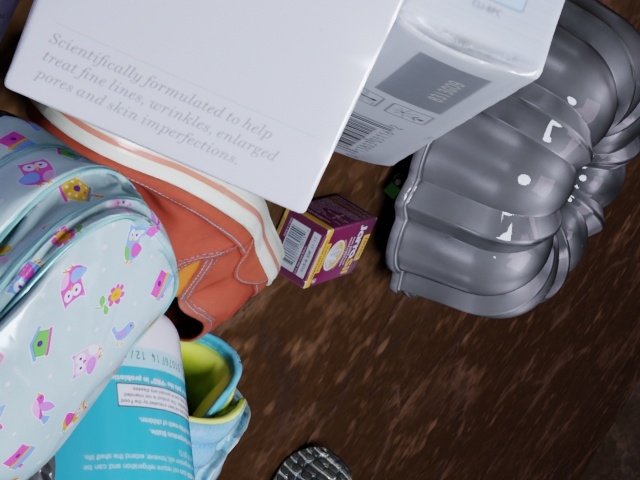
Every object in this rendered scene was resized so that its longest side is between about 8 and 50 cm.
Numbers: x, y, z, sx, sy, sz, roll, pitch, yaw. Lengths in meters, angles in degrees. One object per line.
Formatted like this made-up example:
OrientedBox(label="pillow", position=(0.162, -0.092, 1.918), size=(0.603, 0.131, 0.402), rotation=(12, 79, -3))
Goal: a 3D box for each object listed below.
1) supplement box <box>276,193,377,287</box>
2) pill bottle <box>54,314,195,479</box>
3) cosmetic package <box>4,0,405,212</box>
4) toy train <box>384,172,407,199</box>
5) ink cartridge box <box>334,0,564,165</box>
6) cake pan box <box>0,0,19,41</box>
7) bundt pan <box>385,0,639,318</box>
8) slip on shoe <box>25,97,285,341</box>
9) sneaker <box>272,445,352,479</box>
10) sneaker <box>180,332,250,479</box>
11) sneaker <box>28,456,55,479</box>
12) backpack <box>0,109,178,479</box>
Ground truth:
OrientedBox(label="supplement box", position=(0.000, 0.000, 1.320), size=(0.083, 0.043, 0.055), rotation=(-17, 134, -60))
OrientedBox(label="pill bottle", position=(-0.138, 0.174, 0.942), size=(0.146, 0.264, 0.146), rotation=(-8, 160, -3))
OrientedBox(label="cosmetic package", position=(-0.041, -0.133, 0.803), size=(0.184, 0.151, 0.151), rotation=(-82, -164, -69))
OrientedBox(label="toy train", position=(0.078, -0.043, 1.468), size=(0.024, 0.017, 0.083), rotation=(-51, 160, 11))
OrientedBox(label="ink cartridge box", position=(0.102, -0.251, 1.000), size=(0.308, 0.091, 0.385), rotation=(151, -41, -77))
OrientedBox(label="cake pan box", position=(-0.220, -0.096, 0.672), size=(0.246, 0.070, 0.267), rotation=(-61, 159, 16))
OrientedBox(label="bundt pan", position=(0.196, -0.070, 1.508), size=(0.331, 0.124, 0.331), rotation=(-51, 158, -30))
OrientedBox(label="slip on shoe", position=(-0.101, -0.013, 0.992), size=(0.101, 0.123, 0.331), rotation=(-50, 163, -8))
OrientedBox(label="sneaker", position=(-0.037, 0.258, 1.607), size=(0.162, 0.063, 0.073), rotation=(-38, 170, -31))
OrientedBox(label="sneaker", position=(-0.106, 0.168, 1.195), size=(0.208, 0.127, 0.319), rotation=(-51, 160, 0))
OrientedBox(label="sneaker", position=(-0.248, 0.148, 0.860), size=(0.234, 0.106, 0.078), rotation=(-33, 135, -2))
OrientedBox(label="backpack", position=(-0.155, 0.036, 0.762), size=(0.182, 0.115, 0.152), rotation=(-51, 159, -15))
